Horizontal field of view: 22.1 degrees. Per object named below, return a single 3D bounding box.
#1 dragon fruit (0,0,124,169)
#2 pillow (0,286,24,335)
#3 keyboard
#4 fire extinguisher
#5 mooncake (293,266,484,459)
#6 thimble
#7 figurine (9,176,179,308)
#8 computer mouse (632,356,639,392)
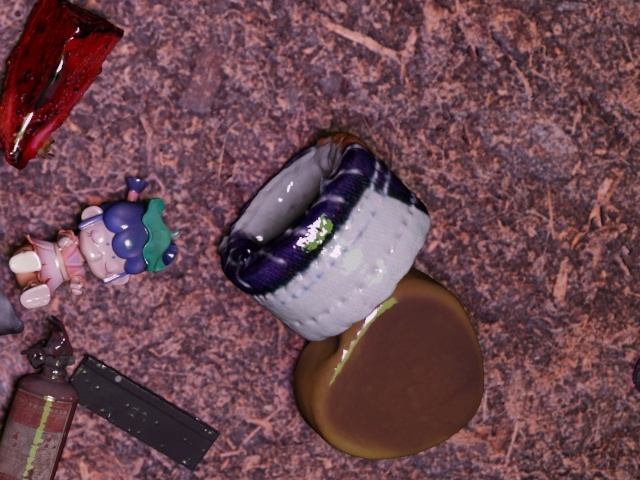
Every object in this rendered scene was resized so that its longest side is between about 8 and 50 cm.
[{"bbox_3d":[-0.286,-0.163,1.796,0.092,0.122,0.192,27,87,-37],"label":"dragon fruit"},{"bbox_3d":[-0.447,0.017,1.773,0.186,0.106,0.250,-21,102,-15],"label":"pillow"},{"bbox_3d":[-0.212,0.204,1.941,0.195,0.018,0.060,35,94,-22],"label":"keyboard"},{"bbox_3d":[-0.320,0.205,1.852,0.075,0.106,0.252,19,94,-2],"label":"fire extinguisher"},{"bbox_3d":[0.090,0.150,1.982,0.235,0.117,0.234,-9,112,-23],"label":"mooncake"},{"bbox_3d":[0.000,0.000,1.875,0.150,0.237,0.237,44,84,-18],"label":"thimble"},{"bbox_3d":[-0.257,0.004,1.845,0.195,0.102,0.111,-16,108,-13],"label":"figurine"},{"bbox_3d":[0.477,0.168,2.165,0.135,0.047,0.079,-21,107,-17],"label":"computer mouse"}]
